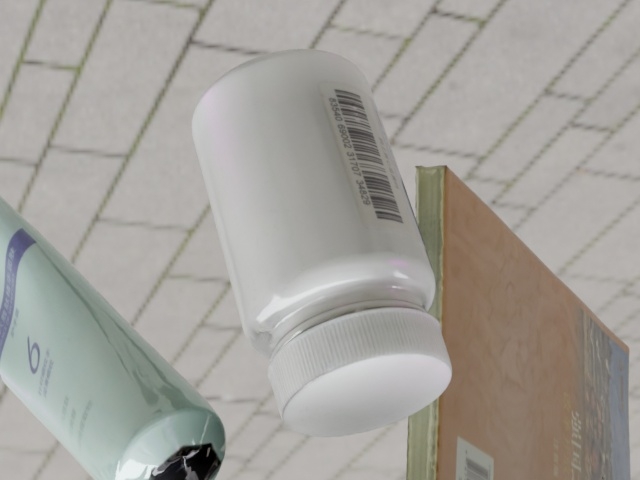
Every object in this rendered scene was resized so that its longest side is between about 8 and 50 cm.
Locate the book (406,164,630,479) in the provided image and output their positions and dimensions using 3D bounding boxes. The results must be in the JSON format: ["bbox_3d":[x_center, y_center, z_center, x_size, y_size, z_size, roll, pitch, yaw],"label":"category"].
[{"bbox_3d":[0.140,0.140,0.955,0.028,0.262,0.374,-8,156,26],"label":"book"}]

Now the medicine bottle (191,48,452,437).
[{"bbox_3d":[0.000,0.000,0.770,0.103,0.186,0.103,-13,150,-8],"label":"medicine bottle"}]

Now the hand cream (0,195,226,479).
[{"bbox_3d":[-0.158,0.056,0.871,0.067,0.321,0.109,-2,115,-36],"label":"hand cream"}]
